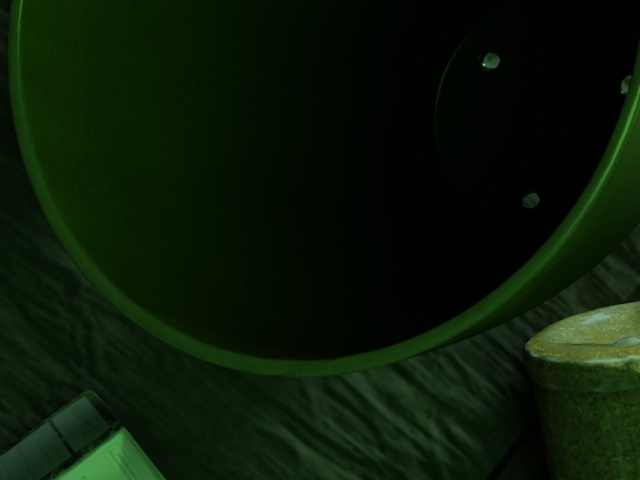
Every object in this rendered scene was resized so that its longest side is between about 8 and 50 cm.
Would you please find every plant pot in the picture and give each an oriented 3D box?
[{"bbox_3d":[0.056,-0.074,0.778,0.275,0.293,0.274,-2,85,26],"label":"plant pot"}]

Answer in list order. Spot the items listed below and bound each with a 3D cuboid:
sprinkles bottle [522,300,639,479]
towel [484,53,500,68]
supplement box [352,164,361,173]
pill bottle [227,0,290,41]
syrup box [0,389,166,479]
[{"bbox_3d":[0.203,0.217,0.977,0.121,0.121,0.355,-15,100,-16],"label":"sprinkles bottle"},{"bbox_3d":[0.060,-0.107,0.941,0.152,0.023,0.113,43,82,-18],"label":"towel"},{"bbox_3d":[0.000,0.000,0.918,0.043,0.055,0.083,-10,99,-15],"label":"supplement box"},{"bbox_3d":[-0.063,-0.122,0.865,0.087,0.087,0.160,37,85,-18],"label":"pill bottle"},{"bbox_3d":[-0.177,0.188,0.863,0.237,0.093,0.096,-37,107,-11],"label":"syrup box"}]
